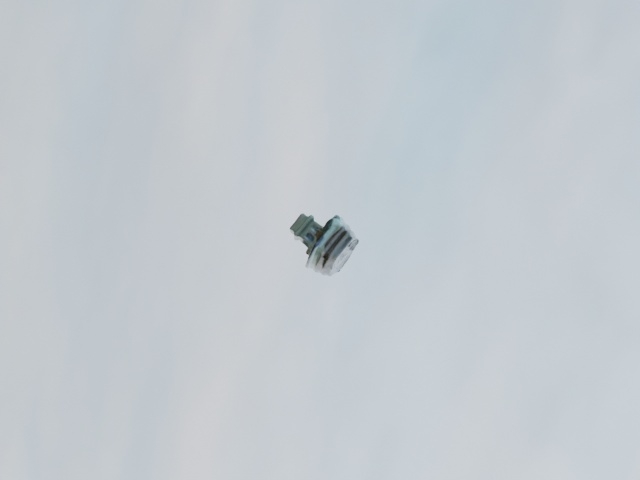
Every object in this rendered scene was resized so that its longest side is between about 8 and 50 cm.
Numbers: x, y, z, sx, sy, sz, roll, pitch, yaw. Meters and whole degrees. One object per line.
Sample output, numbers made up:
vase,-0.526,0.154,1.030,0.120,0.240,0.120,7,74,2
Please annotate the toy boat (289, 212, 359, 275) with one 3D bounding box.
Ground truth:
toy boat,0.000,0.000,2.009,0.059,0.066,0.140,-49,174,-7
